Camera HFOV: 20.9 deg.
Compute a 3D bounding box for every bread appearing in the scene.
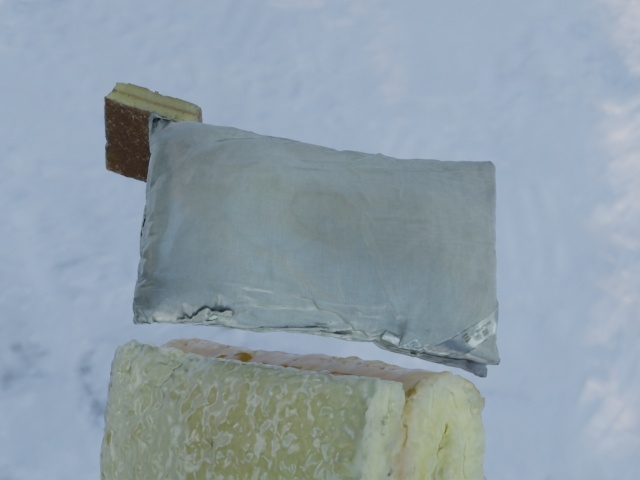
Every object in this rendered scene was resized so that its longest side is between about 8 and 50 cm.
[{"bbox_3d":[-0.041,0.208,1.424,0.375,0.165,0.237,4,92,52],"label":"bread"},{"bbox_3d":[-0.153,-0.093,1.604,0.090,0.035,0.094,17,138,11],"label":"bread"}]

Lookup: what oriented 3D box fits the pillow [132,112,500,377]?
[{"bbox_3d":[0.000,0.000,1.071,0.229,0.148,0.050,9,147,-9],"label":"pillow"}]
